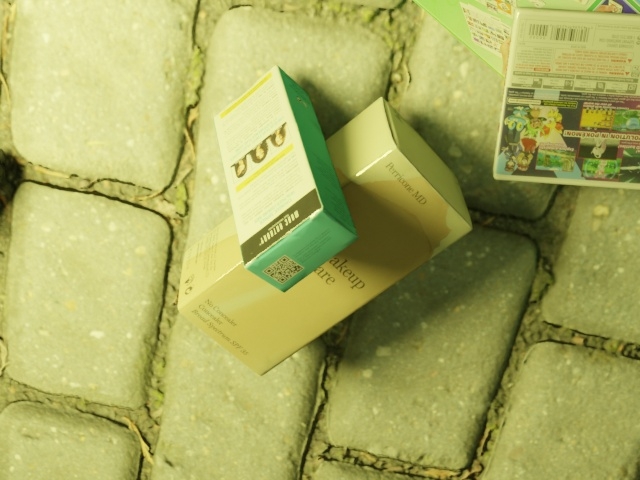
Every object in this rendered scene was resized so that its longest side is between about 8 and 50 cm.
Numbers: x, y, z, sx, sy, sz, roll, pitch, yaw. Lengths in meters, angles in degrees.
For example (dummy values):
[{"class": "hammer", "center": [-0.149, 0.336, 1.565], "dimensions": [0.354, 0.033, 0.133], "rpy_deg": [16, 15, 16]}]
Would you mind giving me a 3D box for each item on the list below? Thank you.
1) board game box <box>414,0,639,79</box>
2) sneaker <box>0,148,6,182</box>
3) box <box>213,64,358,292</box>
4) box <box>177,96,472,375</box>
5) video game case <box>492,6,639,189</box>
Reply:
[{"class": "board game box", "center": [0.249, -0.259, 0.913], "dimensions": [0.317, 0.046, 0.213], "rpy_deg": [38, 114, -11]}, {"class": "sneaker", "center": [-0.493, -0.137, 1.026], "dimensions": [0.286, 0.109, 0.130], "rpy_deg": [38, 106, -21]}, {"class": "box", "center": [-0.042, -0.071, 0.920], "dimensions": [0.100, 0.244, 0.060], "rpy_deg": [-37, 132, 20]}, {"class": "box", "center": [0.000, 0.000, 1.003], "dimensions": [0.311, 0.121, 0.148], "rpy_deg": [-38, 118, 20]}, {"class": "video game case", "center": [0.291, -0.144, 0.924], "dimensions": [0.201, 0.023, 0.183], "rpy_deg": [4, 115, 3]}]
